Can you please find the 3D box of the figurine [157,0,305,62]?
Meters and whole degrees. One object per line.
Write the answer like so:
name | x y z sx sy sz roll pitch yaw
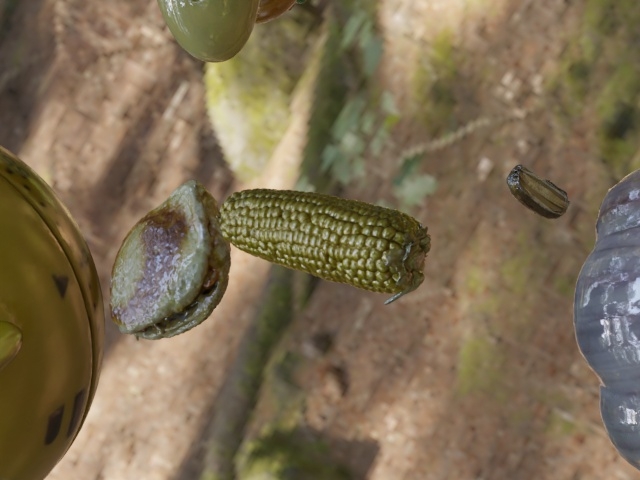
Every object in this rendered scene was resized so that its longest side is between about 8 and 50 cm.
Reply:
figurine | -0.080 -0.295 1.558 0.222 0.124 0.324 63 -153 -57

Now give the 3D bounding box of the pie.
pie | -0.188 0.026 2.051 0.205 0.084 0.179 -36 50 31

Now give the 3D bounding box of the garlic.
garlic | 0.290 0.061 1.120 0.207 0.256 0.207 15 -90 -89

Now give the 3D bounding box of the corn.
corn | 0.002 -0.004 1.793 0.260 0.091 0.091 12 57 35

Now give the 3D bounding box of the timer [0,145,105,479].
timer | -0.342 0.088 1.243 0.376 0.376 0.387 -52 5 24

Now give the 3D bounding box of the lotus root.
lotus root | 0.230 -0.047 1.805 0.030 0.083 0.037 -22 48 47
